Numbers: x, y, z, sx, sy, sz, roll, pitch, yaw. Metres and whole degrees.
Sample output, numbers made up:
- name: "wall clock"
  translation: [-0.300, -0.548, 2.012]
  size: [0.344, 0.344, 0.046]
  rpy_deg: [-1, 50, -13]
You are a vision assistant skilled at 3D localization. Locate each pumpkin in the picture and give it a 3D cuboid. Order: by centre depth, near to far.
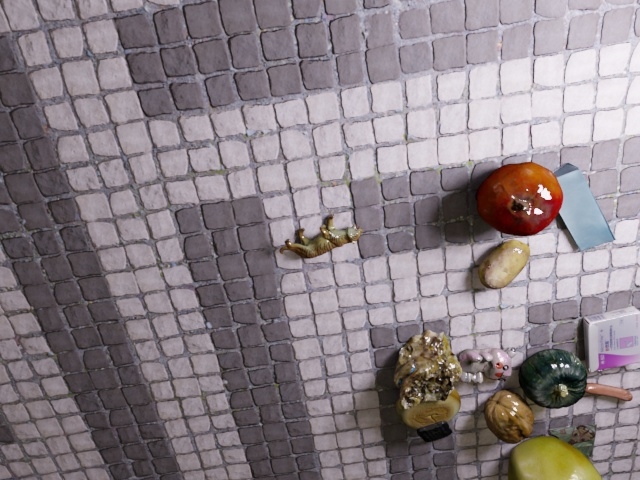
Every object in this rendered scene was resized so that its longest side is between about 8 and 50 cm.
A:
- name: "pumpkin"
  translation: [0.751, 0.447, 1.623]
  size: [0.212, 0.152, 0.211]
  rpy_deg: [2, 129, 3]

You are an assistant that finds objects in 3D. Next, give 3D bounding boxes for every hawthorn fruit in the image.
- name: "hawthorn fruit"
  translation: [0.520, -0.109, 1.317]
  size: [0.216, 0.250, 0.215]
  rpy_deg: [2, 98, 17]

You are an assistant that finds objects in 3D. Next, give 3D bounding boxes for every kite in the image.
- name: "kite"
  translation: [0.909, 0.744, 1.846]
  size: [0.229, 0.012, 0.250]
  rpy_deg: [33, 110, -13]

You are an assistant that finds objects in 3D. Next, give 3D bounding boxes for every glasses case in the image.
- name: "glasses case"
  translation: [0.733, -0.095, 1.435]
  size: [0.105, 0.056, 0.266]
  rpy_deg: [-23, 116, 35]

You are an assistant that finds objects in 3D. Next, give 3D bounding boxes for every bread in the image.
- name: "bread"
  translation: [0.353, 0.537, 1.674]
  size: [0.214, 0.104, 0.213]
  rpy_deg: [-2, 127, -3]

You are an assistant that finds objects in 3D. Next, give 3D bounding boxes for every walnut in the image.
- name: "walnut"
  translation: [0.635, 0.595, 1.694]
  size: [0.156, 0.155, 0.184]
  rpy_deg: [-35, 107, 13]

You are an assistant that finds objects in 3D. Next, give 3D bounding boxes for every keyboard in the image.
- name: "keyboard"
  translation: [0.386, 0.647, 1.700]
  size: [0.106, 0.016, 0.262]
  rpy_deg: [-20, 148, 8]

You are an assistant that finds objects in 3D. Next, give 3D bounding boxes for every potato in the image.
- name: "potato"
  translation: [0.535, 0.071, 1.479]
  size: [0.107, 0.080, 0.170]
  rpy_deg: [25, 116, -14]

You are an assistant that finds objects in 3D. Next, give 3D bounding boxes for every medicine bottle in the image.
- name: "medicine bottle"
  translation: [0.940, 0.320, 1.630]
  size: [0.171, 0.052, 0.200]
  rpy_deg: [-13, 113, 4]

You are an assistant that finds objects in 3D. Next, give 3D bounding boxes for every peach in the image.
- name: "peach"
  translation: [0.808, 0.833, 1.723]
  size: [0.315, 0.315, 0.281]
  rpy_deg: [19, 101, 3]

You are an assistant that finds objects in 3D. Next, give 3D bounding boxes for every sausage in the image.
- name: "sausage"
  translation: [0.990, 0.519, 1.730]
  size: [0.187, 0.043, 0.043]
  rpy_deg: [13, 114, -9]

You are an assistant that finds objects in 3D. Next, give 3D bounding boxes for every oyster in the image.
- name: "oyster"
  translation: [0.328, 0.398, 1.577]
  size: [0.215, 0.083, 0.222]
  rpy_deg: [-15, 75, 1]

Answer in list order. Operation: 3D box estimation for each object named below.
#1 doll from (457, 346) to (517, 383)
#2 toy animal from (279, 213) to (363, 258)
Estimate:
- name: "doll"
  translation: [0.534, 0.399, 1.625]
  size: [0.192, 0.095, 0.149]
  rpy_deg: [6, 121, -7]
- name: "toy animal"
  translation: [0.000, 0.000, 1.437]
  size: [0.241, 0.056, 0.099]
  rpy_deg: [-25, 114, 8]
